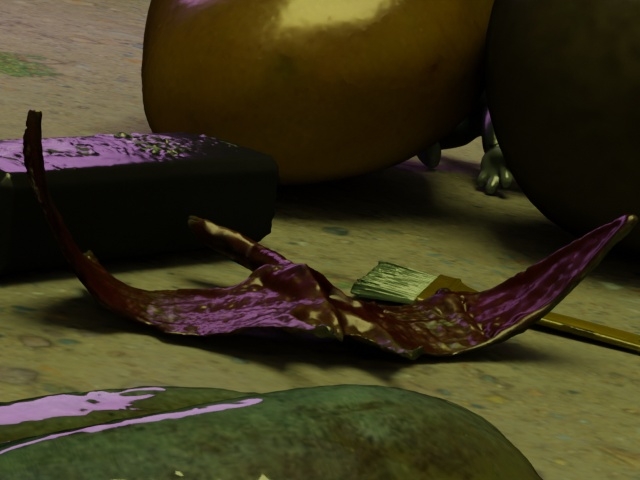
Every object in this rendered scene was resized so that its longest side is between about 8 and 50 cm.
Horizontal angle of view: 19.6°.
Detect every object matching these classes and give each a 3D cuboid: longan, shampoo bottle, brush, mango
[{"bbox_3d":[0.275,-0.125,1.408,0.350,0.288,0.288,-13,24,-42],"label":"longan"},{"bbox_3d":[-0.160,-0.023,1.100,0.098,0.071,0.309,22,19,35],"label":"shampoo bottle"},{"bbox_3d":[0.125,0.046,1.149,0.205,0.011,0.083,13,12,12],"label":"brush"},{"bbox_3d":[-0.004,-0.165,1.494,0.300,0.232,0.446,0,19,13],"label":"mango"}]

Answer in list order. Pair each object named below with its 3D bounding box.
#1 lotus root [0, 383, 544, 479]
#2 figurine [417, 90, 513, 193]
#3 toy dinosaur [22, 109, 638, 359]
[{"bbox_3d":[-0.081,0.110,0.403,0.322,0.140,0.158,-5,1,-34],"label":"lotus root"},{"bbox_3d":[0.181,-0.108,1.638,0.140,0.193,0.265,29,-28,-27],"label":"figurine"},{"bbox_3d":[0.008,0.003,1.017,0.327,0.113,0.206,13,12,4],"label":"toy dinosaur"}]
